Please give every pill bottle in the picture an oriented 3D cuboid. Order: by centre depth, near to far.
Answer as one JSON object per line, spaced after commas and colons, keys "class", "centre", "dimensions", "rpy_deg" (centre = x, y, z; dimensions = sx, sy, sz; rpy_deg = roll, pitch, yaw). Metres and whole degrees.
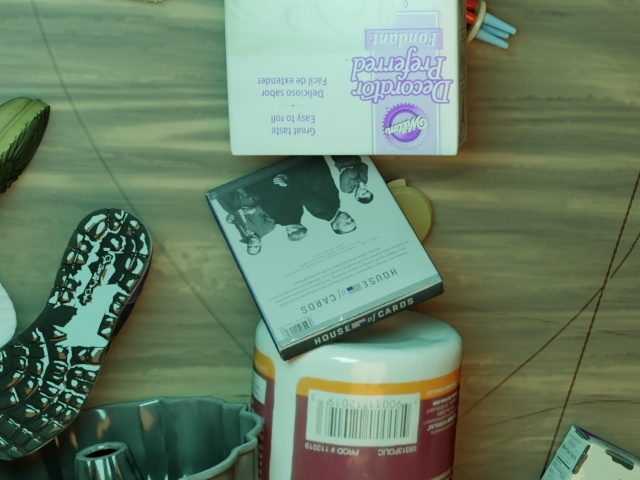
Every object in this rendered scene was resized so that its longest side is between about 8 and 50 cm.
{"class": "pill bottle", "centre": [0.029, 0.279, 1.637], "dimensions": [0.224, 0.224, 0.392], "rpy_deg": [2, 102, -11]}

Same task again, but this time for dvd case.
{"class": "dvd case", "centre": [0.000, 0.000, 1.576], "dimensions": [0.179, 0.238, 0.029], "rpy_deg": [-23, 140, -6]}

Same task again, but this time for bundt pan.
{"class": "bundt pan", "centre": [-0.209, 0.268, 1.529], "dimensions": [0.331, 0.331, 0.124], "rpy_deg": [-11, 100, -8]}

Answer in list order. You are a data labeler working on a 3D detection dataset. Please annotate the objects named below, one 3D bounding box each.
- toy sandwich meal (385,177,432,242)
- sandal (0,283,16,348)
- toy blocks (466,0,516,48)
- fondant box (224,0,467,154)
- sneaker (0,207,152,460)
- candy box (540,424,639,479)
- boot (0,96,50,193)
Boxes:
{"class": "toy sandwich meal", "centre": [0.084, -0.026, 1.683], "dimensions": [0.086, 0.029, 0.085], "rpy_deg": [-6, 108, -20]}
{"class": "sandal", "centre": [-0.421, 0.014, 1.556], "dimensions": [0.102, 0.076, 0.265], "rpy_deg": [-38, 94, -38]}
{"class": "toy blocks", "centre": [0.153, -0.278, 1.626], "dimensions": [0.148, 0.054, 0.123], "rpy_deg": [22, 98, -15]}
{"class": "fondant box", "centre": [0.027, -0.255, 1.549], "dimensions": [0.238, 0.096, 0.330], "rpy_deg": [1, 104, 10]}
{"class": "sneaker", "centre": [-0.255, 0.106, 1.578], "dimensions": [0.107, 0.124, 0.283], "rpy_deg": [32, 83, 5]}
{"class": "candy box", "centre": [0.313, 0.356, 1.787], "dimensions": [0.159, 0.071, 0.233], "rpy_deg": [28, 96, -15]}
{"class": "boot", "centre": [-0.436, -0.127, 1.513], "dimensions": [0.269, 0.236, 0.089], "rpy_deg": [31, 135, 4]}
